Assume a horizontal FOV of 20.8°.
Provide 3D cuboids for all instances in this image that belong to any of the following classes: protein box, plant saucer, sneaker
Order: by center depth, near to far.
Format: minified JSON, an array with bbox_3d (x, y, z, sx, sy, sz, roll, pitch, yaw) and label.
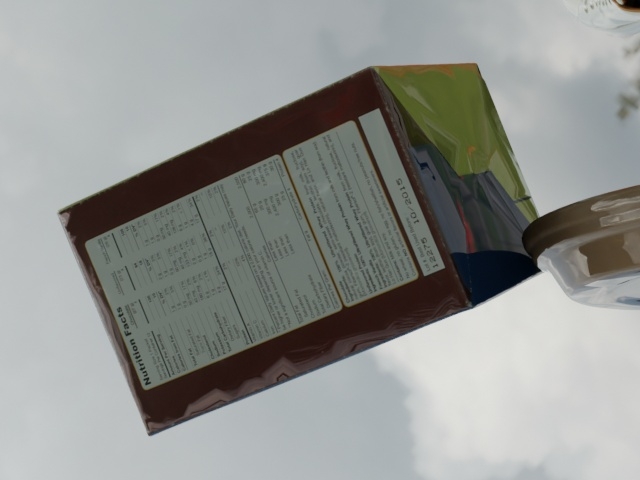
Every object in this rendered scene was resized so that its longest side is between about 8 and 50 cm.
[{"bbox_3d":[0.247,0.002,0.932,0.278,0.278,0.041,4,-102,-41],"label":"plant saucer"},{"bbox_3d":[0.000,0.000,0.996,0.136,0.201,0.200,68,-159,2],"label":"protein box"},{"bbox_3d":[0.329,-0.282,1.854,0.123,0.106,0.290,17,178,-29],"label":"sneaker"}]
